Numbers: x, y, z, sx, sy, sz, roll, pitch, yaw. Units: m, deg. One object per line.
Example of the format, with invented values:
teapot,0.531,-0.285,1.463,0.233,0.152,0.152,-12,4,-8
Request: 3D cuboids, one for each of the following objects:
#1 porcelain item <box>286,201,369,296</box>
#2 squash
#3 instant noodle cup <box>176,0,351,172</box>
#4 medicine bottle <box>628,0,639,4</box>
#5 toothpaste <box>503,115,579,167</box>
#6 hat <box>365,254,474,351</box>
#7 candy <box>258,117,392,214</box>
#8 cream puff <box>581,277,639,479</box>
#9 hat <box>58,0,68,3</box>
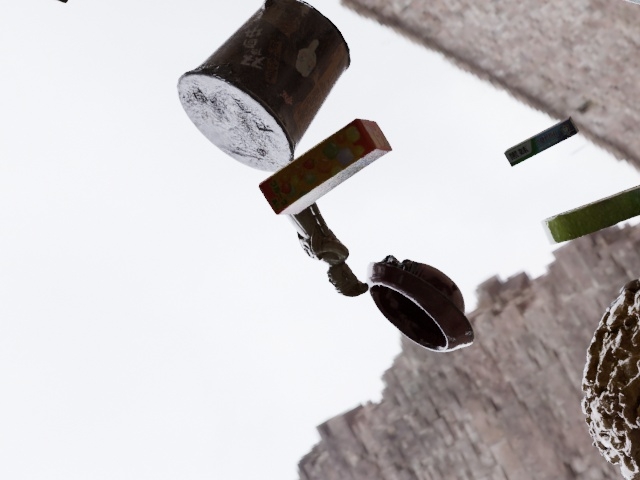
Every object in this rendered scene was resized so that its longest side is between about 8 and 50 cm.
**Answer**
porcelain item,0.000,0.000,1.601,0.054,0.084,0.213,-36,-69,-13
squash,0.502,-0.059,1.822,0.252,0.252,0.048,-20,-93,-51
instant noodle cup,-0.078,-0.249,1.664,0.217,0.217,0.207,43,-115,-14
medicine bottle,0.563,-0.414,1.457,0.290,0.245,0.245,23,-152,27
toothpaste,0.243,-0.108,1.184,0.020,0.083,0.017,59,-153,-6
hat,0.164,0.091,1.690,0.205,0.205,0.089,45,-110,-12
candy,0.004,-0.070,1.035,0.038,0.122,0.062,60,-162,7
cream puff,0.441,0.130,1.227,0.327,0.343,0.231,-34,-109,-16
hat,-0.374,-0.432,1.556,0.144,0.166,0.173,8,-167,-1
